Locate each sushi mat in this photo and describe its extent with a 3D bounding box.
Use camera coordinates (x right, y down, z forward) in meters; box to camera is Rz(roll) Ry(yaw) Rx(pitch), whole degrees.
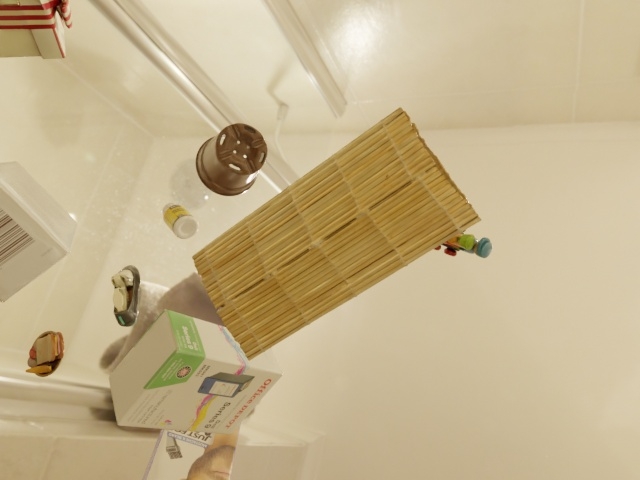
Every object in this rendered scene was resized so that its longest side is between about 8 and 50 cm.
[{"bbox_3d":[0.000,0.000,0.533,0.317,0.019,0.151,-33,-100,17],"label":"sushi mat"}]

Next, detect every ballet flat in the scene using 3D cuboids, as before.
[{"bbox_3d":[-0.703,0.177,1.692,0.095,0.096,0.280,-22,-130,-1],"label":"ballet flat"}]

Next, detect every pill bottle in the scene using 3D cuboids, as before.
[{"bbox_3d":[-0.576,-0.087,1.906,0.103,0.103,0.184,-50,-134,-3],"label":"pill bottle"}]

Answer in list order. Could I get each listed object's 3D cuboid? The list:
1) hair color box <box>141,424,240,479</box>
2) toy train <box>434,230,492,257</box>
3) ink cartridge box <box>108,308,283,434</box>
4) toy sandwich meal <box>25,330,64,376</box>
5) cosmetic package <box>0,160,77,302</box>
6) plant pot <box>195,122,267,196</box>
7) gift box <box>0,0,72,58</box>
[{"bbox_3d":[-0.309,0.539,1.105,0.110,0.185,0.338,-60,-167,23],"label":"hair color box"},{"bbox_3d":[0.389,-0.010,1.388,0.143,0.248,0.105,23,-86,50],"label":"toy train"},{"bbox_3d":[-0.190,0.215,0.741,0.154,0.212,0.093,-49,-134,11],"label":"ink cartridge box"},{"bbox_3d":[-0.468,0.191,0.793,0.086,0.029,0.085,-6,-106,20],"label":"toy sandwich meal"},{"bbox_3d":[-0.711,-0.046,1.077,0.161,0.230,0.453,-41,-157,-13],"label":"cosmetic package"},{"bbox_3d":[-0.213,-0.205,1.168,0.165,0.167,0.166,-12,-126,65],"label":"plant pot"},{"bbox_3d":[-0.649,-0.530,0.931,0.259,0.276,0.254,-9,-108,-18],"label":"gift box"}]
